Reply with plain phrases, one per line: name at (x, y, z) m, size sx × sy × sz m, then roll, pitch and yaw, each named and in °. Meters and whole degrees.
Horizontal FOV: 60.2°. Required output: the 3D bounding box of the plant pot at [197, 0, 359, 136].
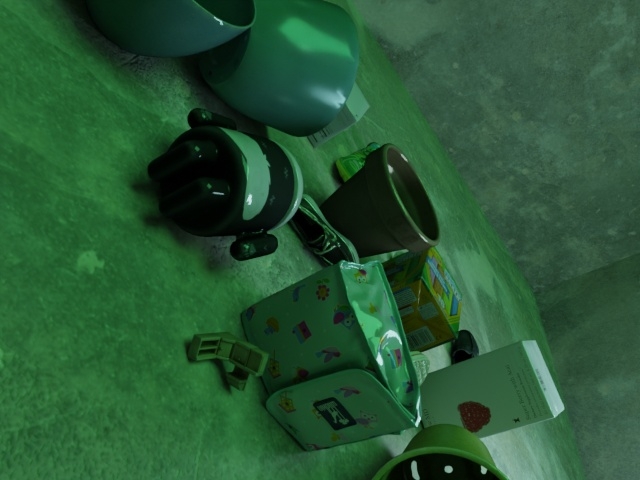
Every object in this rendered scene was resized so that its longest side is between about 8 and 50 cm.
plant pot at (-0.106, -0.379, 1.136) m, size 0.235 × 0.293 × 0.293 m, roll 4°, pitch 61°, yaw -44°

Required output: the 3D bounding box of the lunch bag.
lunch bag at (0.022, 0.190, 0.871) m, size 0.160 × 0.223 × 0.262 m, roll 3°, pitch 64°, yaw -55°

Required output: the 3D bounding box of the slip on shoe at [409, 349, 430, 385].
slip on shoe at (0.096, 0.255, 1.110) m, size 0.101 × 0.123 × 0.331 m, roll 26°, pitch 11°, yaw 40°

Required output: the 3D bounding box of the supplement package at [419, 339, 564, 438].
supplement package at (0.394, 0.369, 1.322) m, size 0.175 × 0.292 × 0.178 m, roll 15°, pitch 52°, yaw -58°

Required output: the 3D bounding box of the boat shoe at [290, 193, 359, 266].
boat shoe at (0.000, 0.000, 1.198) m, size 0.219 × 0.077 × 0.070 m, roll 49°, pitch 26°, yaw -10°

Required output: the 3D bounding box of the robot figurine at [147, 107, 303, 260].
robot figurine at (-0.145, -0.091, 0.895) m, size 0.278 × 0.173 × 0.209 m, roll -7°, pitch 114°, yaw -63°

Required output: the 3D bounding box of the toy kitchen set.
toy kitchen set at (-0.133, 0.177, 0.777) m, size 0.075 × 0.083 × 0.068 m, roll 11°, pitch 97°, yaw -59°

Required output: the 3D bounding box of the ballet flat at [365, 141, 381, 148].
ballet flat at (0.209, -0.217, 1.831) m, size 0.232 × 0.080 × 0.073 m, roll 61°, pitch -3°, yaw -9°

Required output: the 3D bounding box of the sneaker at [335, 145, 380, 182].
sneaker at (0.129, -0.222, 1.597) m, size 0.109 × 0.123 × 0.295 m, roll 58°, pitch 26°, yaw -11°

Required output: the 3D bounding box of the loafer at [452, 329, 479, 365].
loafer at (0.440, 0.351, 1.685) m, size 0.078 × 0.076 × 0.223 m, roll 58°, pitch 28°, yaw -29°

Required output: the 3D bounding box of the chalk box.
chalk box at (0.235, 0.133, 1.389) m, size 0.179 × 0.180 × 0.289 m, roll 58°, pitch 24°, yaw -11°

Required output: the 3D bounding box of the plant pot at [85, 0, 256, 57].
plant pot at (-0.277, -0.425, 0.924) m, size 0.290 × 0.195 × 0.290 m, roll 40°, pitch 35°, yaw -35°

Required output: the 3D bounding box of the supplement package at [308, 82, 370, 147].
supplement package at (-0.004, -0.423, 1.515) m, size 0.262 × 0.145 × 0.204 m, roll 57°, pitch 26°, yaw -14°

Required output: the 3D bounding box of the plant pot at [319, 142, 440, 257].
plant pot at (0.123, -0.061, 1.301) m, size 0.263 × 0.229 × 0.263 m, roll 44°, pitch 30°, yaw -34°

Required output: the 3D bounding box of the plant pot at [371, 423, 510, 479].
plant pot at (0.227, 0.462, 0.999) m, size 0.276 × 0.276 × 0.254 m, roll 65°, pitch 13°, yaw 4°

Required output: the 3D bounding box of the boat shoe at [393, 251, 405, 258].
boat shoe at (0.251, 0.130, 1.587) m, size 0.065 × 0.075 × 0.206 m, roll 103°, pitch -26°, yaw -55°
